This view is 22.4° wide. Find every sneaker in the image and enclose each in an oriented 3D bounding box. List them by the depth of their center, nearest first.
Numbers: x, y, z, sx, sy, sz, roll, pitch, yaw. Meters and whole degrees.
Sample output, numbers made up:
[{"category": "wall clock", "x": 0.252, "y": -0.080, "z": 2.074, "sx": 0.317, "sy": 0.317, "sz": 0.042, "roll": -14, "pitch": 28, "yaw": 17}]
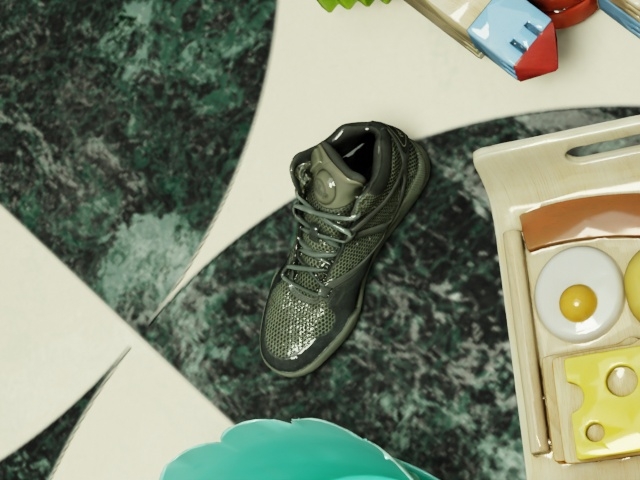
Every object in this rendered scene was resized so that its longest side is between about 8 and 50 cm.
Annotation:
[{"category": "sneaker", "x": 0.000, "y": 0.000, "z": 1.323, "sx": 0.087, "sy": 0.130, "sz": 0.227, "roll": 30, "pitch": 89, "yaw": 28}]

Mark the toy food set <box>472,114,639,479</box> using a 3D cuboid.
[{"category": "toy food set", "x": 0.240, "y": 0.056, "z": 1.228, "sx": 0.220, "sy": 0.092, "sz": 0.306, "roll": -11, "pitch": 70, "yaw": 18}]

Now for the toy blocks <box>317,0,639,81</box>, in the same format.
[{"category": "toy blocks", "x": 0.206, "y": -0.275, "z": 1.313, "sx": 0.261, "sy": 0.191, "sz": 0.381, "roll": 41, "pitch": 91, "yaw": 15}]

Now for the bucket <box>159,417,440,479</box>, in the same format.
[{"category": "bucket", "x": 0.001, "y": 0.277, "z": 1.209, "sx": 0.281, "sy": 0.183, "sz": 0.281, "roll": -6, "pitch": 73, "yaw": 20}]
